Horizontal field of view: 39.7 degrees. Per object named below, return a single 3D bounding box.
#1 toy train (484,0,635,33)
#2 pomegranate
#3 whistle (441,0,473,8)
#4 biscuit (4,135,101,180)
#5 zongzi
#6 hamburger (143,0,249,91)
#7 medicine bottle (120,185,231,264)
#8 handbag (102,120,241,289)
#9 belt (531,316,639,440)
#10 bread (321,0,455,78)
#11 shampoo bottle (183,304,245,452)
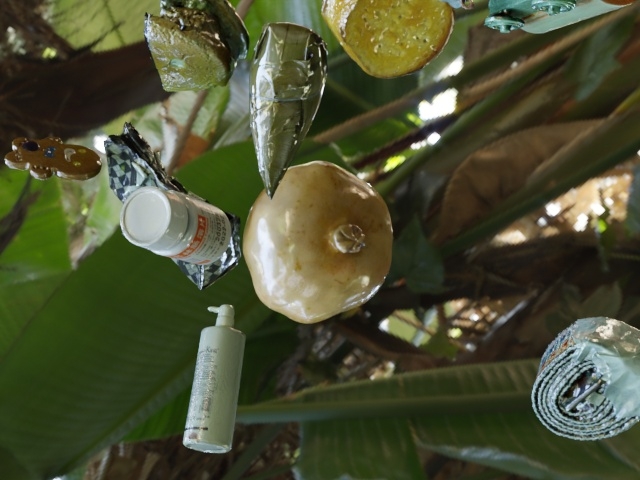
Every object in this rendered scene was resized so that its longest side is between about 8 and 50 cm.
[{"bbox_3d":[0.388,-0.400,1.439,0.177,0.116,0.285,5,180,-18],"label":"toy train"},{"bbox_3d":[0.000,0.000,2.237,0.411,0.411,0.412,34,-156,-18],"label":"pomegranate"},{"bbox_3d":[0.244,-0.621,1.857,0.134,0.142,0.346,48,-161,-69],"label":"whistle"},{"bbox_3d":[-0.683,-0.213,2.285,0.236,0.039,0.180,10,-143,-11],"label":"biscuit"},{"bbox_3d":[-0.070,-0.287,1.934,0.159,0.361,0.323,6,-167,7],"label":"zongzi"},{"bbox_3d":[-0.251,-0.421,1.871,0.288,0.192,0.168,85,-174,-68],"label":"hamburger"},{"bbox_3d":[-0.306,-0.032,1.898,0.144,0.144,0.252,53,-169,24],"label":"medicine bottle"},{"bbox_3d":[-0.395,-0.099,2.315,0.416,0.180,0.317,45,160,15],"label":"handbag"},{"bbox_3d":[0.542,0.273,1.750,0.207,0.257,0.150,40,-148,-2],"label":"belt"},{"bbox_3d":[0.211,-0.656,2.575,0.398,0.398,0.215,25,-148,-34],"label":"bread"},{"bbox_3d":[-0.184,0.241,1.587,0.085,0.085,0.263,25,-120,-35],"label":"shampoo bottle"}]
